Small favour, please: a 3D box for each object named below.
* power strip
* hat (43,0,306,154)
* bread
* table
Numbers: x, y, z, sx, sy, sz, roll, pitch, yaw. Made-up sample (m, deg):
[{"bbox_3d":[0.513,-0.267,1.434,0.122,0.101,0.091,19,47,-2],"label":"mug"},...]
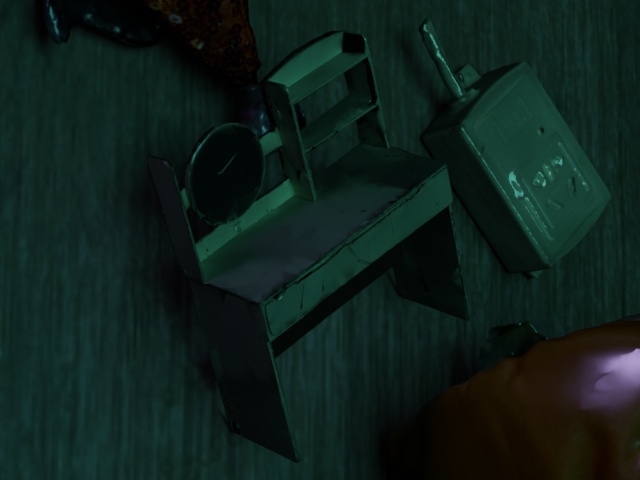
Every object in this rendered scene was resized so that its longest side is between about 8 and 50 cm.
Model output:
[{"bbox_3d":[0.107,-0.061,1.021,0.075,0.042,0.175,-46,110,-30],"label":"power strip"},{"bbox_3d":[-0.063,-0.146,0.891,0.140,0.129,0.227,-73,145,-50],"label":"hat"},{"bbox_3d":[0.191,0.161,0.935,0.225,0.250,0.279,-33,97,-42],"label":"bread"},{"bbox_3d":[0.000,0.000,0.891,0.146,0.062,0.175,-37,129,-34],"label":"table"}]
